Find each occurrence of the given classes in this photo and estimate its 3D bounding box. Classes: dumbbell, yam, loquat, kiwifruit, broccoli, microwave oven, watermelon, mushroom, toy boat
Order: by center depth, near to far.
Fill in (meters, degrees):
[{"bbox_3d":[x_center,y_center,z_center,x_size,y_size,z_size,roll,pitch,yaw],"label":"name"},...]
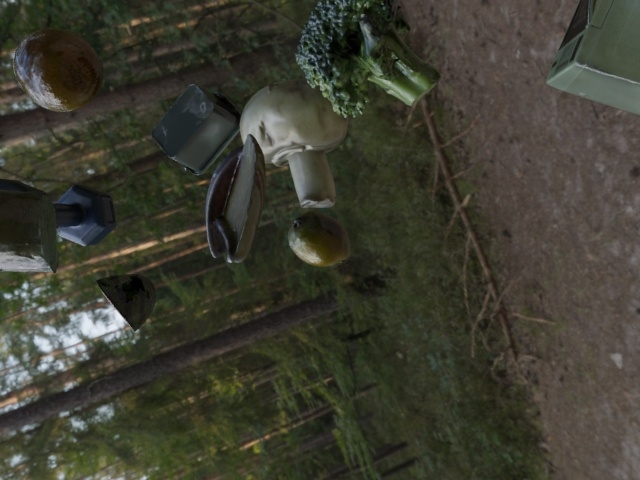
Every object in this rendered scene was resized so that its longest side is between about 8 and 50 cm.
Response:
[{"bbox_3d":[-0.442,-0.017,0.616,0.106,0.259,0.106,-177,90,-74],"label":"yam"},{"bbox_3d":[0.666,-0.454,1.021,0.247,0.332,0.395,-16,-52,-76],"label":"microwave oven"},{"bbox_3d":[0.086,-0.406,1.125,0.317,0.277,0.338,49,-170,27],"label":"broccoli"},{"bbox_3d":[-0.169,-0.090,1.159,0.293,0.111,0.276,5,81,64],"label":"toy boat"},{"bbox_3d":[-0.430,0.120,1.160,0.135,0.094,0.125,42,-135,-35],"label":"watermelon"},{"bbox_3d":[-0.621,-0.058,1.246,0.316,0.156,0.144,-14,-56,-77],"label":"dumbbell"},{"bbox_3d":[-0.641,-0.416,1.312,0.234,0.196,0.196,31,147,45],"label":"kiwifruit"},{"bbox_3d":[-0.054,-0.245,1.410,0.314,0.314,0.337,126,133,-81],"label":"mushroom"},{"bbox_3d":[0.000,0.000,1.504,0.195,0.152,0.152,36,-176,-22],"label":"loquat"}]

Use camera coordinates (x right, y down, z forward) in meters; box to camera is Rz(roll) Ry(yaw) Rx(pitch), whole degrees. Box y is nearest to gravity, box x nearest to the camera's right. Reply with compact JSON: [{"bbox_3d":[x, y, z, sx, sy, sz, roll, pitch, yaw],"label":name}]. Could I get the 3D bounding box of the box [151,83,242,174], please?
[{"bbox_3d":[-0.360,-0.323,1.550,0.163,0.243,0.135,48,-168,21],"label":"box"}]
